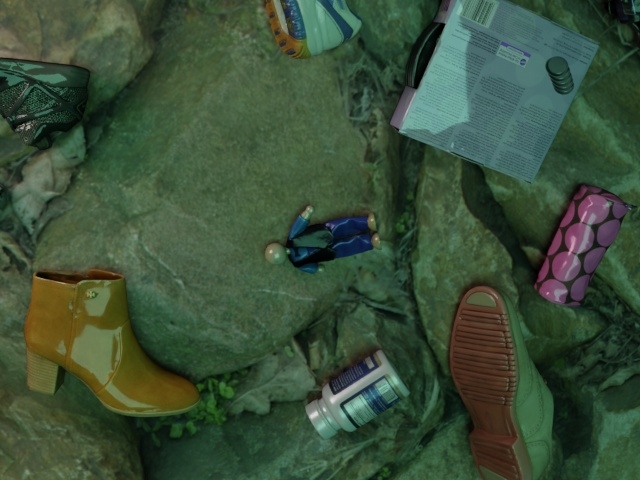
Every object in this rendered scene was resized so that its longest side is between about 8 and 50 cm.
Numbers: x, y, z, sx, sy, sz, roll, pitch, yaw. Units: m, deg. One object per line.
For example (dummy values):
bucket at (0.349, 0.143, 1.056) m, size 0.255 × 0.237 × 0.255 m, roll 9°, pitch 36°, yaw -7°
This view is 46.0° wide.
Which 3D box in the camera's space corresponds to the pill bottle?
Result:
pill bottle at (0.062, 0.273, 1.314) m, size 0.169 × 0.094 × 0.094 m, roll -33°, pitch 111°, yaw 2°

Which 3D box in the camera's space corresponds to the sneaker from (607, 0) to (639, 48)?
sneaker at (0.479, -0.401, 1.168) m, size 0.232 × 0.081 × 0.090 m, roll 42°, pitch 90°, yaw -21°

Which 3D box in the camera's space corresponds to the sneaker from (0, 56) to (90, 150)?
sneaker at (-0.450, -0.196, 1.069) m, size 0.228 × 0.087 × 0.130 m, roll 5°, pitch 101°, yaw -17°

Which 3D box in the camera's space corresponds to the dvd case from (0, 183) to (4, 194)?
dvd case at (-0.607, -0.032, 1.133) m, size 0.165 × 0.018 × 0.221 m, roll 32°, pitch 100°, yaw -19°

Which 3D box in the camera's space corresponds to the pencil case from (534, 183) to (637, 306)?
pencil case at (0.455, 0.013, 1.302) m, size 0.098 × 0.095 × 0.209 m, roll 12°, pitch 109°, yaw -35°

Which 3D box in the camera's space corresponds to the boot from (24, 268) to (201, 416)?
boot at (-0.321, 0.158, 1.203) m, size 0.295 × 0.104 × 0.211 m, roll 11°, pitch 106°, yaw -9°

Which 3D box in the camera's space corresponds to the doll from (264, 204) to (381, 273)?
doll at (0.000, 0.000, 1.236) m, size 0.189 × 0.046 × 0.129 m, roll -15°, pitch 120°, yaw 2°

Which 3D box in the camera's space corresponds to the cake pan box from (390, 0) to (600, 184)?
cake pan box at (0.269, -0.246, 1.191) m, size 0.267 × 0.070 × 0.245 m, roll 18°, pitch 102°, yaw -15°

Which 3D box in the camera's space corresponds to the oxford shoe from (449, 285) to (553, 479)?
oxford shoe at (0.337, 0.258, 1.362) m, size 0.147 × 0.140 × 0.396 m, roll -20°, pitch 109°, yaw -36°

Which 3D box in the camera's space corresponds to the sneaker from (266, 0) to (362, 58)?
sneaker at (-0.026, -0.418, 1.076) m, size 0.131 × 0.112 × 0.296 m, roll -22°, pitch 113°, yaw -21°
